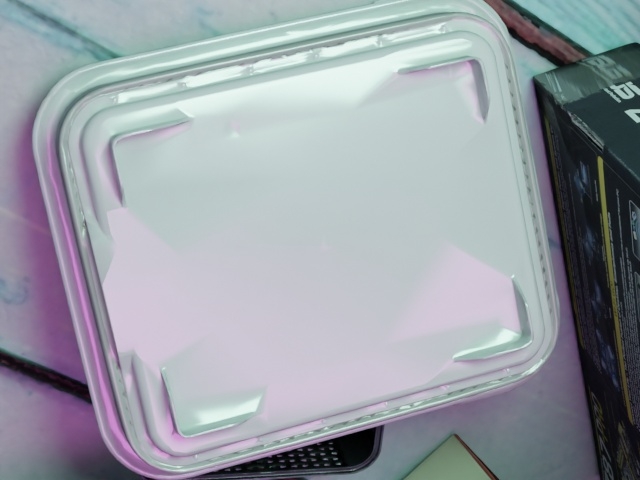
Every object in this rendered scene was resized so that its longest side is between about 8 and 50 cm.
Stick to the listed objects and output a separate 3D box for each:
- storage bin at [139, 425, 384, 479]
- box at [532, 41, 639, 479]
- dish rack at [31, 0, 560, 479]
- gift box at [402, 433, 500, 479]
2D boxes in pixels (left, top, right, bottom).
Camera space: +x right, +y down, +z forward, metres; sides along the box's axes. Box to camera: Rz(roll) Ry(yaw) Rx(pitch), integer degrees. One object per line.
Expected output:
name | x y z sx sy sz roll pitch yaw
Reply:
storage bin | -0.047 0.099 1.018 0.180 0.084 0.122 0 119 -14
box | 0.266 0.104 0.967 0.097 0.318 0.395 -19 120 -7
dish rack | 0.000 0.000 0.920 0.332 0.072 0.286 -14 101 -12
gift box | 0.097 0.330 1.097 0.258 0.255 0.276 -44 116 0
